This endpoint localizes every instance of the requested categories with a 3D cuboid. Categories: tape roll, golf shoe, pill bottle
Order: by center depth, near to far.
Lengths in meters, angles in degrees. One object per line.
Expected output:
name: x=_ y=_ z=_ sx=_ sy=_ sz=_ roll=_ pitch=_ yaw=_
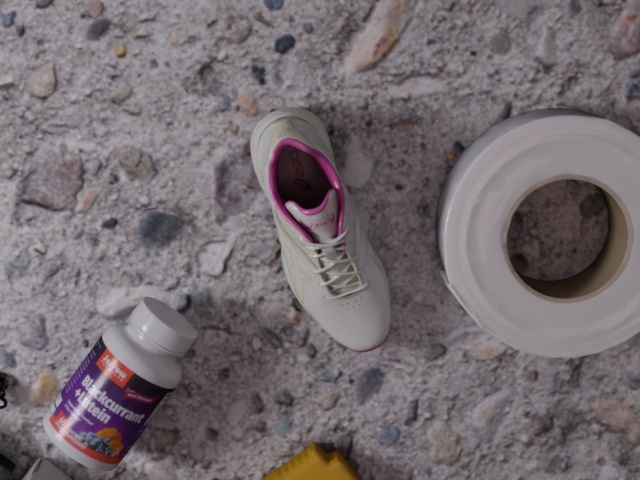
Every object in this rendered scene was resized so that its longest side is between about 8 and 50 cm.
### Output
golf shoe: x=0.000 y=0.000 z=1.478 sx=0.115 sy=0.140 sz=0.306 roll=-24 pitch=102 yaw=2
tape roll: x=0.277 y=-0.009 z=1.502 sx=0.286 sy=0.100 sz=0.286 roll=0 pitch=101 yaw=-2
pill bottle: x=-0.231 y=0.166 z=1.520 sx=0.108 sy=0.108 sz=0.193 roll=35 pitch=98 yaw=-7

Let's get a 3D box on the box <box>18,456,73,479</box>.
box: x=-0.399 y=0.427 z=1.549 sx=0.121 sy=0.148 sz=0.311 roll=41 pitch=99 yaw=-9

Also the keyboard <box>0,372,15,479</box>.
keyboard: x=-0.501 y=0.195 z=1.536 sx=0.317 sy=0.033 sz=0.201 roll=38 pitch=80 yaw=-7

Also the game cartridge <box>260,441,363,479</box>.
game cartridge: x=-0.035 y=0.445 z=1.611 sx=0.324 sy=0.052 sz=0.285 roll=-37 pitch=99 yaw=3
